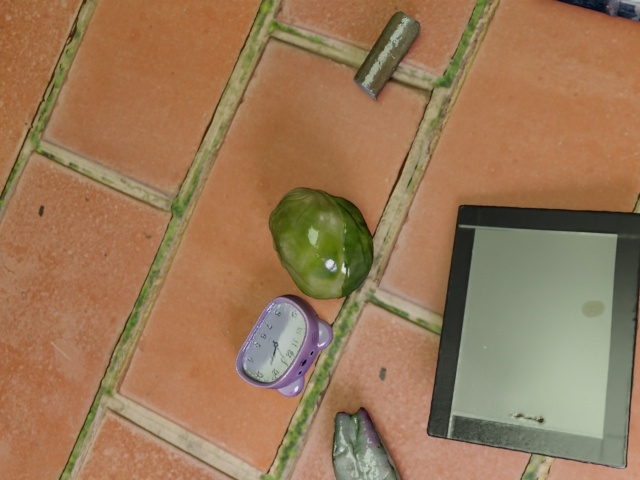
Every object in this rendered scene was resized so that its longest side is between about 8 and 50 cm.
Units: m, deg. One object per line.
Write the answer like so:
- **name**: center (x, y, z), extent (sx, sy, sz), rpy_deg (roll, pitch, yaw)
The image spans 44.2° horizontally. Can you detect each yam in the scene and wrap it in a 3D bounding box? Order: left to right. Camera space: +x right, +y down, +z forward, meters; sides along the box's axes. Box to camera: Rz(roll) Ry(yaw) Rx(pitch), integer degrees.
- **yam**: center (0.102, -0.285, 1.217), extent (0.054, 0.054, 0.132), rpy_deg (34, 94, 17)

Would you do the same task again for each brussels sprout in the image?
- **brussels sprout**: center (0.002, -0.002, 1.170), extent (0.131, 0.145, 0.183), rpy_deg (-24, 82, -15)

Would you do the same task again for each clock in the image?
- **clock**: center (-0.057, 0.164, 1.207), extent (0.110, 0.050, 0.153), rpy_deg (32, 93, 17)

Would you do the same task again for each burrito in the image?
- **burrito**: center (0.090, 0.391, 1.131), extent (0.096, 0.066, 0.309), rpy_deg (-26, 78, 6)

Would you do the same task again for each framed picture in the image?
- **framed picture**: center (0.296, 0.118, 1.085), extent (0.265, 0.016, 0.347), rpy_deg (3, 73, 23)

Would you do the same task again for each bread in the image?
- **bread**: center (0.328, 0.146, 1.101), extent (0.154, 0.054, 0.136), rpy_deg (-14, 77, 12)

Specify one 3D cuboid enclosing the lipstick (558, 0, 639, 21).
- **lipstick**: center (0.449, -0.354, 1.111), extent (0.289, 0.077, 0.076), rpy_deg (19, 89, 16)
